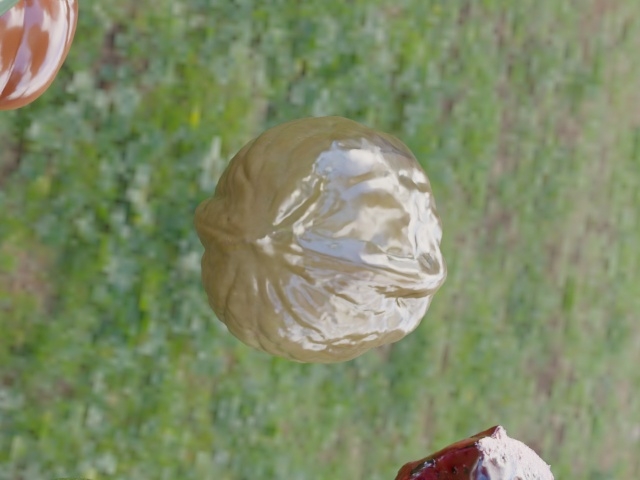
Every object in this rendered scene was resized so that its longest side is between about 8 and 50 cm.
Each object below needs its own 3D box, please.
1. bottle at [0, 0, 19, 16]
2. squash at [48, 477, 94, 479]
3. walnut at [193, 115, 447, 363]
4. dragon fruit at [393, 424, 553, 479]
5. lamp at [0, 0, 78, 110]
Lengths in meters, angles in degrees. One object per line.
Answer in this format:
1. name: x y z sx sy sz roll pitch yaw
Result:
1. bottle: -0.235 -0.188 1.116 0.347 0.168 0.168 -36 137 -20
2. squash: -0.230 0.330 1.686 0.260 0.189 0.189 -91 -178 -73
3. walnut: 0.000 0.000 1.717 0.261 0.225 0.225 -4 101 -65
4. dragon fruit: 0.164 0.298 1.906 0.211 0.134 0.262 -16 99 -52
5. lamp: -0.310 -0.212 1.758 0.187 0.187 0.164 -32 150 -61
